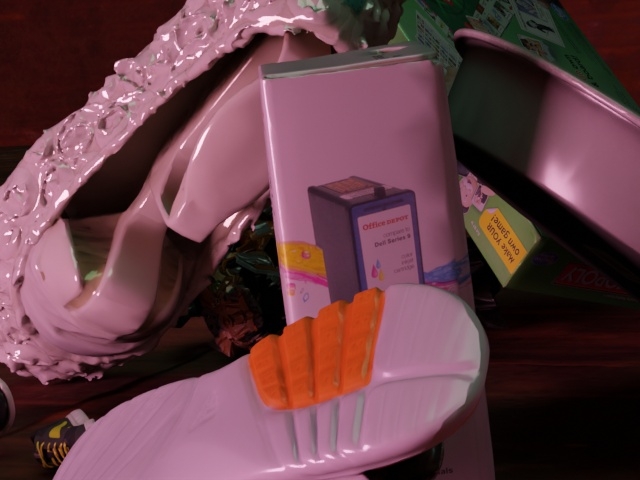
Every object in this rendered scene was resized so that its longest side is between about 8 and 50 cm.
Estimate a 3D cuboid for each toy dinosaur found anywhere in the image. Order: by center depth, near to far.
[{"bbox_3d":[0.000,0.000,1.410,0.218,0.164,0.322,-20,27,10],"label":"toy dinosaur"}]

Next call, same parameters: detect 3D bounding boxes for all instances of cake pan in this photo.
[{"bbox_3d":[0.175,-0.005,1.050,0.293,0.054,0.293,36,0,0],"label":"cake pan"}]

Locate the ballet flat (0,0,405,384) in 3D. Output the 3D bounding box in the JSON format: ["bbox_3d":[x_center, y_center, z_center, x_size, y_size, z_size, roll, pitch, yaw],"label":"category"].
[{"bbox_3d":[-0.098,-0.029,1.192,0.147,0.147,0.409,-16,-29,-54],"label":"ballet flat"}]

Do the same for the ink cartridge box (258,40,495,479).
[{"bbox_3d":[0.024,0.011,1.011,0.093,0.212,0.154,-6,8,-2],"label":"ink cartridge box"}]

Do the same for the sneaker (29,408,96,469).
[{"bbox_3d":[-0.134,0.113,1.066,0.035,0.031,0.083,-21,7,-13],"label":"sneaker"}]

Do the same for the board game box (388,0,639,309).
[{"bbox_3d":[0.141,-0.079,1.340,0.213,0.046,0.317,9,37,-37],"label":"board game box"}]

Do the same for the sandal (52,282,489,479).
[{"bbox_3d":[-0.015,0.096,0.902,0.265,0.076,0.102,-21,34,40],"label":"sandal"}]

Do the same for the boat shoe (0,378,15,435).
[{"bbox_3d":[-0.229,0.099,1.147,0.125,0.046,0.038,-3,7,37],"label":"boat shoe"}]
